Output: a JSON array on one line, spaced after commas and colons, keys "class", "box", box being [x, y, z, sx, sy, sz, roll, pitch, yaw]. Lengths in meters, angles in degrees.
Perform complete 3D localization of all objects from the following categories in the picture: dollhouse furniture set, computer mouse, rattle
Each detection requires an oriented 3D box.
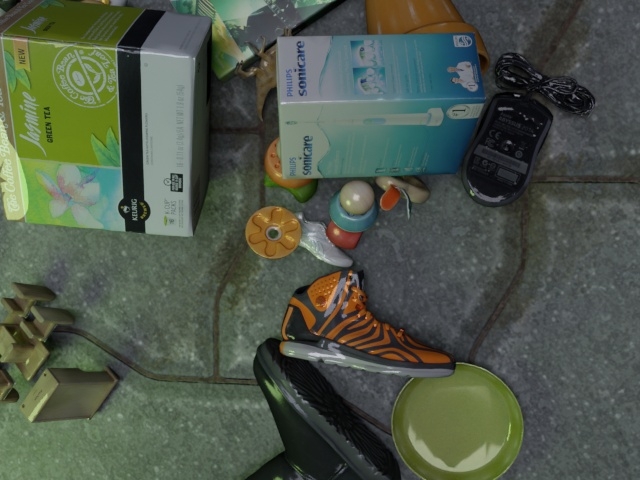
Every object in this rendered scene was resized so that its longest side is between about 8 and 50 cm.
[{"class": "dollhouse furniture set", "box": [-0.549, 0.239, 1.443, 0.242, 0.161, 0.212, 41, 100, 26]}, {"class": "computer mouse", "box": [0.344, -0.177, 1.290, 0.188, 0.072, 0.272, 29, 86, 7]}, {"class": "rattle", "box": [0.156, -0.129, 1.246, 0.143, 0.200, 0.130, -43, 90, 15]}]

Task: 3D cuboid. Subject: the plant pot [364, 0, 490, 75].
[{"class": "plant pot", "box": [0.162, -0.351, 1.246, 0.205, 0.205, 0.188, -19, 76, 10]}]

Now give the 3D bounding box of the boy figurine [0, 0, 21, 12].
[{"class": "boy figurine", "box": [-0.537, -0.333, 1.397, 0.177, 0.092, 0.285, -15, 89, 6]}]

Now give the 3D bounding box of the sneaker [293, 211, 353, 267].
[{"class": "sneaker", "box": [0.000, 0.000, 1.360, 0.152, 0.054, 0.061, 31, 96, 6]}]

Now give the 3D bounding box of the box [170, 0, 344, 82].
[{"class": "box", "box": [-0.113, -0.477, 1.337, 0.322, 0.058, 0.232, -32, 90, 11]}]

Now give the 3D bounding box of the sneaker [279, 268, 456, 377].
[{"class": "sneaker", "box": [0.092, 0.145, 1.308, 0.321, 0.124, 0.180, 10, 80, 5]}]

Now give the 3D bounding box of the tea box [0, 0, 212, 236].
[{"class": "tea box", "box": [-0.357, -0.207, 1.229, 0.323, 0.220, 0.329, 5, 122, -2]}]

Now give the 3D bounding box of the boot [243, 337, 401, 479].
[{"class": "boot", "box": [-0.129, 0.457, 1.381, 0.445, 0.146, 0.367, -43, 86, 14]}]

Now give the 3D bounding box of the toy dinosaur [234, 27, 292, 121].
[{"class": "toy dinosaur", "box": [-0.106, -0.301, 1.317, 0.093, 0.053, 0.183, 16, 114, -17]}]

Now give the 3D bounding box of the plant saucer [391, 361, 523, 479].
[{"class": "plant saucer", "box": [0.253, 0.342, 1.355, 0.241, 0.037, 0.241, 1, 94, 9]}]

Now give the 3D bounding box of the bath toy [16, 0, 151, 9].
[{"class": "bath toy", "box": [-0.474, -0.425, 1.306, 0.348, 0.151, 0.129, 23, 100, -13]}]

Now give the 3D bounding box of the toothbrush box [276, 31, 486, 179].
[{"class": "toothbrush box", "box": [0.081, -0.201, 1.125, 0.295, 0.216, 0.126, -3, 65, -2]}]

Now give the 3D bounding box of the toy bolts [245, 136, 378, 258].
[{"class": "toy bolts", "box": [-0.014, -0.065, 1.273, 0.228, 0.158, 0.218, 23, 70, 4]}]
